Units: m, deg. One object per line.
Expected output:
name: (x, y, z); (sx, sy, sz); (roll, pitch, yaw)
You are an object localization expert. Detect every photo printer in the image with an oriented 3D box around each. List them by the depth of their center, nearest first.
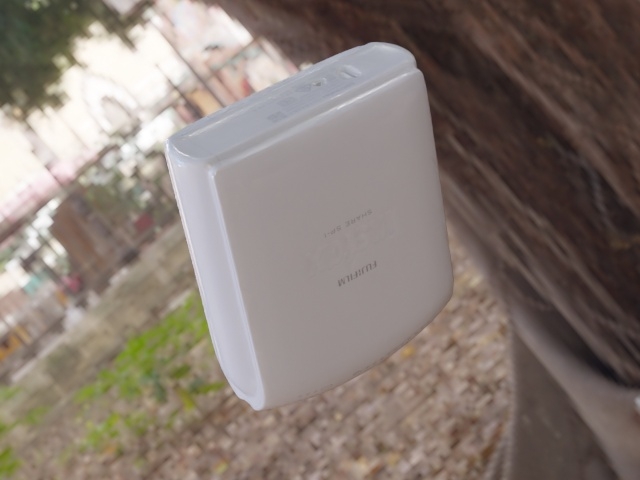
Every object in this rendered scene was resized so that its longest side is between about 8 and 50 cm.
photo printer: (0.000, 0.000, 1.463); (0.256, 0.307, 0.107); (-27, 36, -25)
